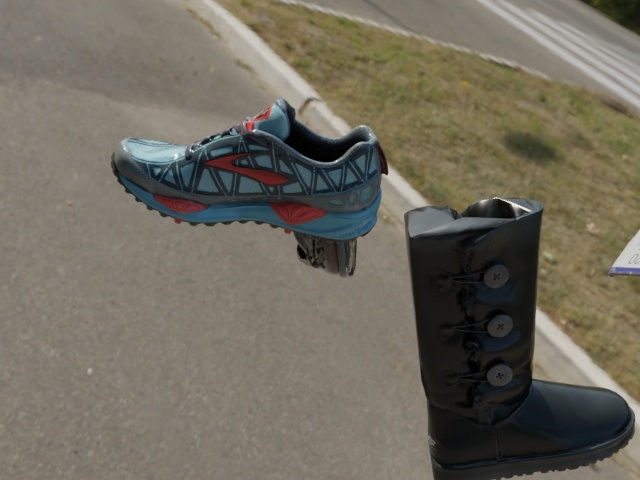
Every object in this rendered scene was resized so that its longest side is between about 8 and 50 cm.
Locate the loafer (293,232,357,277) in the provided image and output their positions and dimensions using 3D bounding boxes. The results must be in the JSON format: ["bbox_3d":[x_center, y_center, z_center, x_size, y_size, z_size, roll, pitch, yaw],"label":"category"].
[{"bbox_3d":[0.000,0.000,1.146,0.095,0.109,0.302,2,-11,5],"label":"loafer"}]

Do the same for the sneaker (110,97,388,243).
[{"bbox_3d":[-0.065,-0.085,0.797,0.261,0.125,0.104,7,33,-9],"label":"sneaker"}]

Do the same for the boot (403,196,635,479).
[{"bbox_3d":[0.321,0.143,1.312,0.366,0.445,0.146,-12,17,-13],"label":"boot"}]

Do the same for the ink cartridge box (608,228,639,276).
[{"bbox_3d":[0.296,-0.050,0.470,0.045,0.224,0.223,40,-7,-10],"label":"ink cartridge box"}]
